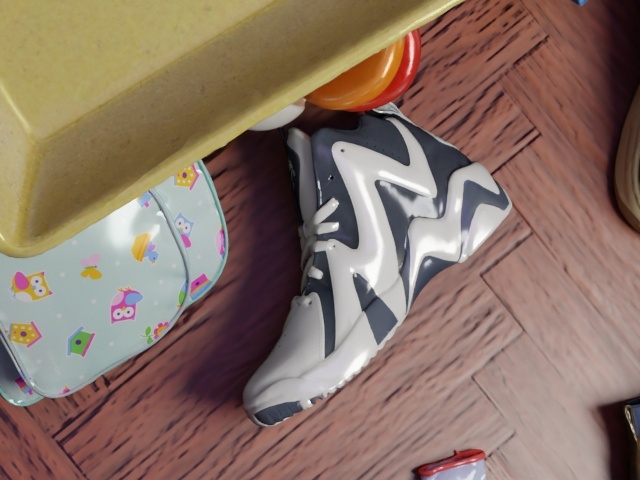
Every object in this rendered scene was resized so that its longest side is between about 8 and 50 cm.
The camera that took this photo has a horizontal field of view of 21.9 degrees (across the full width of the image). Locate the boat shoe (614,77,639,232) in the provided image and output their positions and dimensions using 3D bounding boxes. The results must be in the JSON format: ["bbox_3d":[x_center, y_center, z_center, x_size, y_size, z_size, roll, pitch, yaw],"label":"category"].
[{"bbox_3d":[0.285,-0.168,1.145,0.123,0.123,0.342,14,83,-8],"label":"boat shoe"}]

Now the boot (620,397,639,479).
[{"bbox_3d":[0.313,0.132,1.142,0.219,0.082,0.106,-19,90,-9],"label":"boot"}]

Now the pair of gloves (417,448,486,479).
[{"bbox_3d":[0.051,0.234,1.120,0.198,0.023,0.159,-12,85,-11],"label":"pair of gloves"}]

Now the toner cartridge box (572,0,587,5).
[{"bbox_3d":[0.224,-0.341,1.134,0.165,0.075,0.348,38,82,27],"label":"toner cartridge box"}]

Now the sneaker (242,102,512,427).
[{"bbox_3d":[0.000,0.000,1.099,0.235,0.094,0.153,-44,91,-11],"label":"sneaker"}]

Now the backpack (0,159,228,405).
[{"bbox_3d":[-0.154,-0.004,1.043,0.188,0.144,0.166,-35,117,-20],"label":"backpack"}]

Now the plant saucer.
[{"bbox_3d":[-0.119,-0.212,0.912,0.332,0.081,0.333,-31,106,-1],"label":"plant saucer"}]

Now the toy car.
[{"bbox_3d":[0.001,-0.148,1.081,0.136,0.182,0.159,29,107,-29],"label":"toy car"}]
